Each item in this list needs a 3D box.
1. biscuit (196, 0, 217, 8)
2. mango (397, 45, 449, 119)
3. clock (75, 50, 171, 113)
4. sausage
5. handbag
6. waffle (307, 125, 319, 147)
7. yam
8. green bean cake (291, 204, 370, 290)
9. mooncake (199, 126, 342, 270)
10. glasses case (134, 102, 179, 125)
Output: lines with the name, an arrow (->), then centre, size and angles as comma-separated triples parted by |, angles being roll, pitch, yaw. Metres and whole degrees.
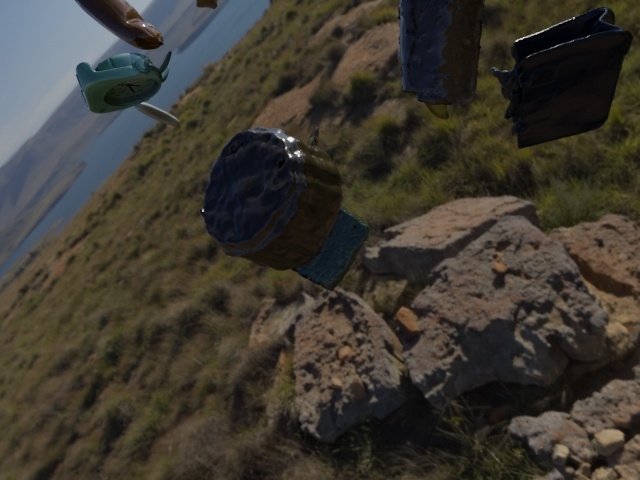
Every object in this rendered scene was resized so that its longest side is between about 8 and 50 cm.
biscuit -> -0.205, -0.643, 1.026 | 0.287, 0.057, 0.344 | -99, 20, -57
mango -> 0.202, -0.319, 0.997 | 0.066, 0.188, 0.101 | -26, 8, 13
clock -> -0.275, -0.231, 0.737 | 0.134, 0.041, 0.101 | -23, -4, -22
sausage -> -0.299, -0.330, 0.742 | 0.054, 0.183, 0.062 | -50, -1, 25
handbag -> 0.556, -0.370, 1.225 | 0.268, 0.326, 0.119 | -15, 57, 9
waffle -> -0.038, -0.269, 1.557 | 0.023, 0.153, 0.097 | 14, 20, 32
yam -> 0.170, -0.343, 0.732 | 0.130, 0.280, 0.131 | -2, 24, 1
green bean cake -> 0.000, 0.000, 1.410 | 0.227, 0.222, 0.125 | -57, 4, 5
mooncake -> -0.119, -0.099, 1.181 | 0.323, 0.187, 0.325 | -13, 68, 34
glasses case -> -0.292, -0.226, 0.915 | 0.032, 0.083, 0.021 | 31, 98, 50
